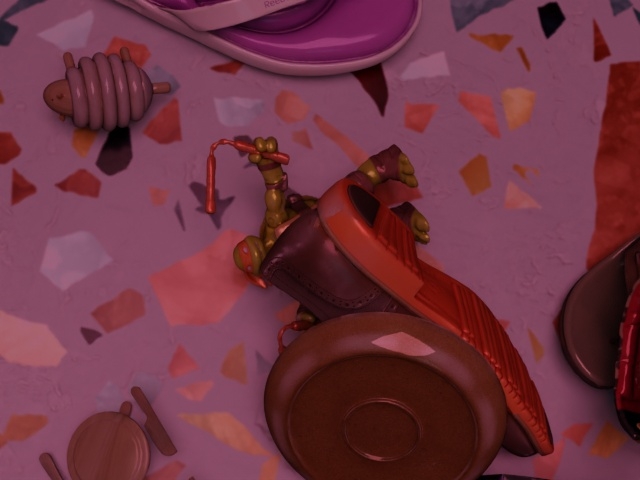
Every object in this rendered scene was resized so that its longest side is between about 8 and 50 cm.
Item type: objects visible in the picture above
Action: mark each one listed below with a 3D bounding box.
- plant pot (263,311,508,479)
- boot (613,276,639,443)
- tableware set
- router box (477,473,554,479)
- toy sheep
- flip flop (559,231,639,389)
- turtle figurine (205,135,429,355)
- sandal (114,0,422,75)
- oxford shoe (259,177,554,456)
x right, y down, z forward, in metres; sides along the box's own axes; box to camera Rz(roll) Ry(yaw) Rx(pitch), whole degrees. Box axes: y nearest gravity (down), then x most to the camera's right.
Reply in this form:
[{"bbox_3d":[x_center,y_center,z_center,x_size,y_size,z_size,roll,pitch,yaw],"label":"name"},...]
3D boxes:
[{"bbox_3d":[0.060,0.175,1.082,0.236,0.032,0.236,3,121,6],"label":"plant pot"},{"bbox_3d":[0.436,0.210,1.097,0.284,0.138,0.377,10,73,-23],"label":"boot"},{"bbox_3d":[-0.177,0.257,1.112,0.128,0.039,0.194,-36,74,5],"label":"tableware set"},{"bbox_3d":[0.244,0.262,1.108,0.179,0.133,0.046,9,77,-3],"label":"router box"},{"bbox_3d":[-0.222,-0.156,1.179,0.132,0.091,0.091,-11,79,-13],"label":"toy sheep"},{"bbox_3d":[0.361,0.041,1.194,0.277,0.080,0.112,-39,84,-12],"label":"flip flop"},{"bbox_3d":[0.000,0.000,1.166,0.217,0.087,0.269,-21,103,-13],"label":"turtle figurine"},{"bbox_3d":[-0.093,-0.285,1.208,0.416,0.102,0.169,13,77,-3],"label":"sandal"},{"bbox_3d":[0.094,0.101,1.123,0.133,0.130,0.363,-38,107,18],"label":"oxford shoe"}]
